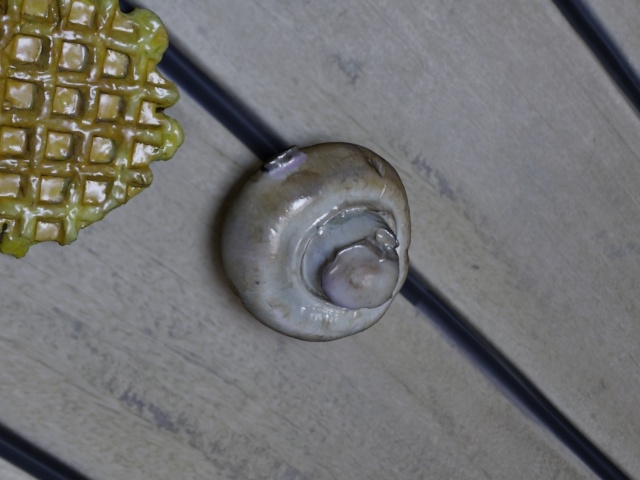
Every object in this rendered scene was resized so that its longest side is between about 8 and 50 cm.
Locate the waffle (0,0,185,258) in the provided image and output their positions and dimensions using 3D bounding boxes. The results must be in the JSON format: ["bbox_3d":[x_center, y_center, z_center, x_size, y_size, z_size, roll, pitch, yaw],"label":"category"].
[{"bbox_3d":[-0.300,-0.142,1.097,0.325,0.068,0.302,-42,120,-14],"label":"waffle"}]

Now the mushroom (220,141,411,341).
[{"bbox_3d":[0.000,0.000,1.238,0.255,0.184,0.254,-12,123,-19],"label":"mushroom"}]
